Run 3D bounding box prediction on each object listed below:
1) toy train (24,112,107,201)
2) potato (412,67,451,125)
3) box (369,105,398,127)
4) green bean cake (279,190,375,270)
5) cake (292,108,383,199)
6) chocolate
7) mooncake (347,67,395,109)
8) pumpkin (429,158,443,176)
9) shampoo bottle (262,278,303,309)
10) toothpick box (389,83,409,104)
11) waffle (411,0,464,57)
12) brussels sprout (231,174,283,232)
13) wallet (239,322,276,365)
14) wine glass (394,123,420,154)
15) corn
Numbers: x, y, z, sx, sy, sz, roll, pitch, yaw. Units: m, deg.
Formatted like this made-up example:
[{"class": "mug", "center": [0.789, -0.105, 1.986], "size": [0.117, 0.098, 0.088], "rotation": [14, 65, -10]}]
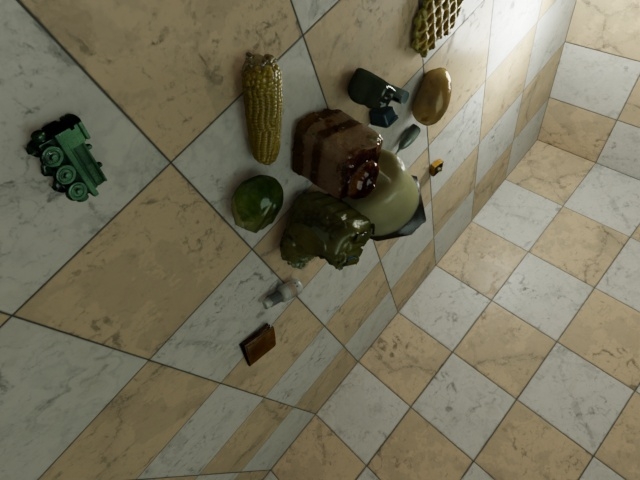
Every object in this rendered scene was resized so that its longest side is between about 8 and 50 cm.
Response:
[{"class": "toy train", "center": [-0.498, -0.157, 0.817], "size": [0.111, 0.071, 0.170], "rotation": [-46, 151, -29]}, {"class": "potato", "center": [0.474, -0.599, 1.704], "size": [0.150, 0.146, 0.233], "rotation": [-63, 173, -65]}, {"class": "box", "center": [0.232, -0.468, 1.523], "size": [0.074, 0.099, 0.054], "rotation": [-47, 135, -15]}, {"class": "green bean cake", "center": [0.000, 0.000, 1.450], "size": [0.202, 0.310, 0.285], "rotation": [-14, 129, -52]}, {"class": "cake", "center": [0.069, -0.265, 1.298], "size": [0.196, 0.293, 0.198], "rotation": [-29, 146, -38]}, {"class": "chocolate", "center": [0.223, -0.194, 1.558], "size": [0.297, 0.326, 0.314], "rotation": [62, 23, -60]}, {"class": "mooncake", "center": [0.172, -0.491, 1.341], "size": [0.175, 0.168, 0.104], "rotation": [5, 119, -40]}, {"class": "pumpkin", "center": [0.636, -0.394, 2.222], "size": [0.074, 0.054, 0.083], "rotation": [-40, 153, -16]}, {"class": "shampoo bottle", "center": [-0.161, 0.226, 1.690], "size": [0.192, 0.074, 0.074], "rotation": [-28, 141, -36]}, {"class": "toothpick box", "center": [0.282, -0.546, 1.520], "size": [0.052, 0.083, 0.052], "rotation": [-36, 145, -30]}, {"class": "waffle", "center": [0.429, -0.815, 1.491], "size": [0.291, 0.051, 0.291], "rotation": [-33, 143, -29]}, {"class": "brussels sprout", "center": [-0.193, -0.114, 1.233], "size": [0.180, 0.144, 0.161], "rotation": [-62, -173, -10]}, {"class": "wallet", "center": [-0.273, 0.462, 1.810], "size": [0.161, 0.042, 0.195], "rotation": [-34, 147, -24]}, {"class": "wine glass", "center": [0.366, -0.422, 1.794], "size": [0.198, 0.066, 0.066], "rotation": [-52, 150, -8]}, {"class": "corn", "center": [-0.150, -0.339, 1.092], "size": [0.106, 0.106, 0.305], "rotation": [-35, 146, -31]}]
